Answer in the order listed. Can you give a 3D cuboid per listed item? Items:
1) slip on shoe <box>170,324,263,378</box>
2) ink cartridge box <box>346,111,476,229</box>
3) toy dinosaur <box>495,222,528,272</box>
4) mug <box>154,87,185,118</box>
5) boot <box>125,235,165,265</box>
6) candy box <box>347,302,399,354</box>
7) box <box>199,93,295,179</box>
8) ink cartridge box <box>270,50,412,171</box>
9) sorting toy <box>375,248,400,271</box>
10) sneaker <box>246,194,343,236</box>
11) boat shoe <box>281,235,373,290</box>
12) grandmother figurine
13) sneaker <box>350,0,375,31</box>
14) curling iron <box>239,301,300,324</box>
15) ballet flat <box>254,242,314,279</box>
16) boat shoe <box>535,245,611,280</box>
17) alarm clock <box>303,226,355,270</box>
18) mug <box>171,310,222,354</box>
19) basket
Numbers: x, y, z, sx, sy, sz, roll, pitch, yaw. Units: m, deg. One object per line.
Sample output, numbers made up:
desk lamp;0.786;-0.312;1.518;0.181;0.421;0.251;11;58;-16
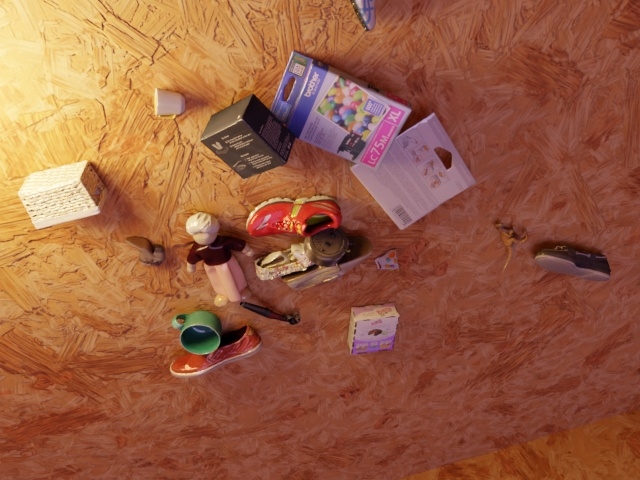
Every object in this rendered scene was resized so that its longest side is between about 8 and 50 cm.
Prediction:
slip on shoe;-0.368;0.380;1.674;0.331;0.123;0.101;-21;115;1
ink cartridge box;0.260;-0.196;1.361;0.261;0.066;0.296;-33;129;16
toy dinosaur;0.647;0.004;1.636;0.112;0.064;0.211;-16;124;24
mug;-0.353;-0.321;1.129;0.064;0.078;0.062;-1;97;-23
boot;-0.509;0.037;1.396;0.118;0.042;0.087;18;131;-18
candy box;0.192;0.326;1.781;0.165;0.070;0.196;-5;131;-9
box;-0.173;-0.245;1.162;0.156;0.093;0.158;-12;140;38
ink cartridge box;0.042;-0.309;1.177;0.311;0.065;0.186;22;123;-10
sorting toy;0.222;0.076;1.605;0.075;0.045;0.083;-8;133;19
sneaker;-0.073;-0.057;1.365;0.279;0.118;0.107;-12;130;-3
boat shoe;0.027;0.077;1.515;0.302;0.109;0.098;-23;139;9
grandmother figurine;-0.298;0.052;1.419;0.208;0.104;0.342;-22;134;-6
sneaker;0.093;-0.558;1.007;0.086;0.085;0.237;-14;132;5
curling iron;-0.165;0.237;1.612;0.068;0.035;0.274;-33;141;28
ballet flat;-0.093;0.055;1.469;0.241;0.091;0.077;-23;135;7
boat shoe;0.902;0.067;1.732;0.335;0.095;0.112;16;160;-20
alarm clock;0.000;0.000;1.429;0.192;0.129;0.064;26;153;6
mug;-0.396;0.285;1.585;0.129;0.097;0.158;-18;120;6
basket;-0.633;-0.116;1.188;0.167;0.113;0.103;-15;129;-1
